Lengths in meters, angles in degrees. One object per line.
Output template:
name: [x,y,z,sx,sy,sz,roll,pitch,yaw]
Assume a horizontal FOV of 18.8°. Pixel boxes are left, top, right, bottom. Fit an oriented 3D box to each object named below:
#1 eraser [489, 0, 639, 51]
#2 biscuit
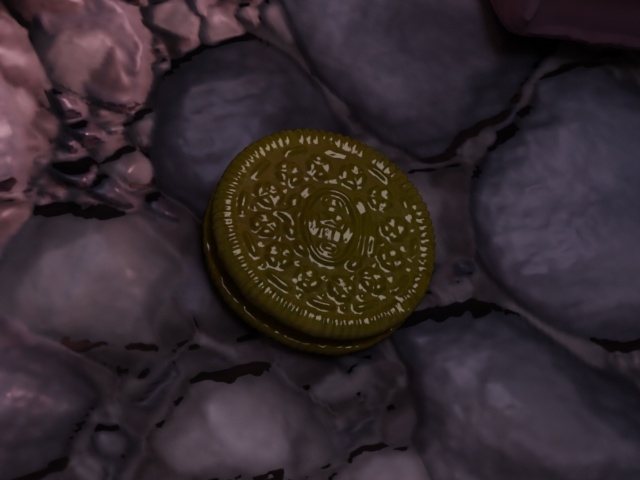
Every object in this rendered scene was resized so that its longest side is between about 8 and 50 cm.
eraser: [0.266,-0.174,0.731,0.359,0.272,0.122,3,59,-20]
biscuit: [0.000,0.000,0.676,0.084,0.023,0.084,11,56,-16]
